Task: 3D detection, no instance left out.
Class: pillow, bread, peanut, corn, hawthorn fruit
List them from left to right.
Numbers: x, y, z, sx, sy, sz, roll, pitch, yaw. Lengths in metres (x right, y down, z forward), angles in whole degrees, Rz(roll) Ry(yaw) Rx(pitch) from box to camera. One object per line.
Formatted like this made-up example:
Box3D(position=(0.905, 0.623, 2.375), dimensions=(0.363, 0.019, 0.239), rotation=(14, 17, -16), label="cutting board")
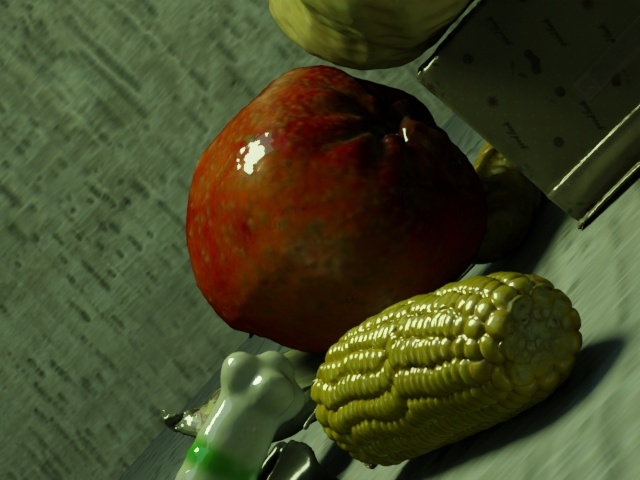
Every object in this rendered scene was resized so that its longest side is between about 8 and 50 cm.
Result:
Box3D(position=(-0.013, 0.128, 1.591), dimensions=(0.169, 0.059, 0.255), rotation=(-5, 15, 40), label="pillow")
Box3D(position=(0.000, 0.000, 1.548), dimensions=(0.254, 0.254, 0.300), rotation=(-52, -9, -50), label="hawthorn fruit")
Box3D(position=(0.037, -0.238, 1.431), dimensions=(0.169, 0.192, 0.387), rotation=(-57, 3, -11), label="peanut")
Box3D(position=(0.076, 0.084, 1.154), dimensions=(0.106, 0.106, 0.305), rotation=(-49, 4, -23), label="corn")
Box3D(position=(0.192, -0.075, 1.718), dimensions=(0.367, 0.084, 0.077), rotation=(-58, -35, -60), label="bread")

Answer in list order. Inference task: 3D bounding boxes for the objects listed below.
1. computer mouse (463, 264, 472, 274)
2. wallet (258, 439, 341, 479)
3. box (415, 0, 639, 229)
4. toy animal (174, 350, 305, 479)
Box3D(position=(0.141, 0.009, 1.785), dimensions=(0.056, 0.032, 0.110), rotation=(-47, 3, 7), label="computer mouse")
Box3D(position=(-0.138, 0.329, 1.395), dimensions=(0.406, 0.062, 0.228), rotation=(-48, 3, -10), label="wallet")
Box3D(position=(0.258, -0.202, 1.416), dimensions=(0.297, 0.190, 0.225), rotation=(-46, 3, 29), label="box")
Box3D(position=(-0.111, 0.251, 1.070), dimensions=(0.363, 0.181, 0.180), rotation=(-51, 13, -27), label="toy animal")
